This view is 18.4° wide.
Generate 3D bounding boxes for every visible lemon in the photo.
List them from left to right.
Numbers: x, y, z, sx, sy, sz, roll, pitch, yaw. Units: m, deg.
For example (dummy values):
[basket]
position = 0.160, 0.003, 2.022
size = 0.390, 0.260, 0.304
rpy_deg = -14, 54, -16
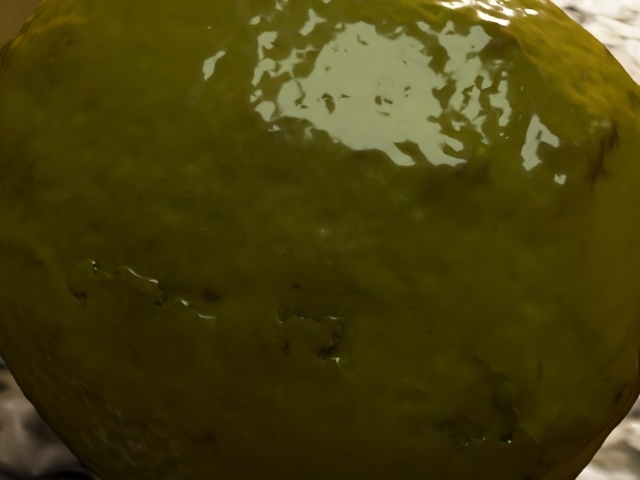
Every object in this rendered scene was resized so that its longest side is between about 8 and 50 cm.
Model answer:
[lemon]
position = -0.002, -0.001, 0.771
size = 0.284, 0.260, 0.260
rpy_deg = 18, 32, -15

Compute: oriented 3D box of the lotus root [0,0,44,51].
[lotus root]
position = -0.117, -0.108, 0.991
size = 0.303, 0.131, 0.146
rpy_deg = 26, 12, 15
